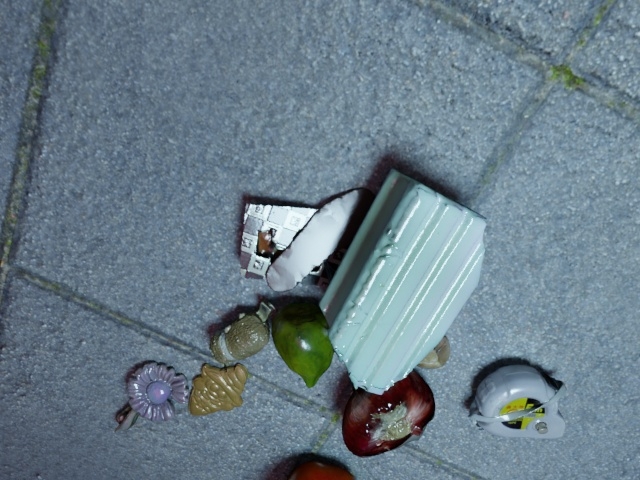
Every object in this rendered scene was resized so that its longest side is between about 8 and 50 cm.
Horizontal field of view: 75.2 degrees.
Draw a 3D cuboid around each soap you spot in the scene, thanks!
[{"bbox_3d":[0.166,0.105,0.899,0.261,0.156,0.447,20,104,-26],"label":"soap"}]

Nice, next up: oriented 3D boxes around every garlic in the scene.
[{"bbox_3d":[0.238,0.269,1.043,0.174,0.099,0.124,1,131,11],"label":"garlic"}]

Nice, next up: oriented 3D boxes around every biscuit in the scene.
[{"bbox_3d":[-0.301,0.437,1.200,0.162,0.035,0.250,44,111,-6],"label":"biscuit"}]

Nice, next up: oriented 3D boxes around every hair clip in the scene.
[{"bbox_3d":[-0.518,0.478,1.217,0.173,0.069,0.300,43,109,-10],"label":"hair clip"}]

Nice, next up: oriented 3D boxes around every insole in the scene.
[{"bbox_3d":[0.000,0.000,0.964,0.327,0.007,0.111,-43,101,5],"label":"insole"}]

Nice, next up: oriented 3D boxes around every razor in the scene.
[{"bbox_3d":[0.106,0.059,0.988,0.189,0.033,0.066,-16,71,-2],"label":"razor"}]

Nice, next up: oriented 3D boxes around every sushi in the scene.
[{"bbox_3d":[-0.048,0.012,0.990,0.279,0.043,0.193,4,105,-10],"label":"sushi"}]

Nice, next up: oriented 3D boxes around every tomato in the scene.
[{"bbox_3d":[-0.013,0.792,1.183,0.298,0.299,0.226,35,151,-7],"label":"tomato"}]

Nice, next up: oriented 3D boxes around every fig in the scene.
[{"bbox_3d":[-0.024,0.254,1.029,0.167,0.167,0.234,-26,123,15],"label":"fig"}]

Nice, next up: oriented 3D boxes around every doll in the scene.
[{"bbox_3d":[-0.188,0.240,1.070,0.221,0.105,0.115,-39,61,11],"label":"doll"}]

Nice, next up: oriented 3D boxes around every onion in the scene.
[{"bbox_3d":[0.162,0.428,1.079,0.271,0.195,0.272,-17,131,-20],"label":"onion"}]

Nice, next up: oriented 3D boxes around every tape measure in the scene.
[{"bbox_3d":[0.496,0.405,1.044,0.235,0.120,0.197,-1,117,2],"label":"tape measure"}]
